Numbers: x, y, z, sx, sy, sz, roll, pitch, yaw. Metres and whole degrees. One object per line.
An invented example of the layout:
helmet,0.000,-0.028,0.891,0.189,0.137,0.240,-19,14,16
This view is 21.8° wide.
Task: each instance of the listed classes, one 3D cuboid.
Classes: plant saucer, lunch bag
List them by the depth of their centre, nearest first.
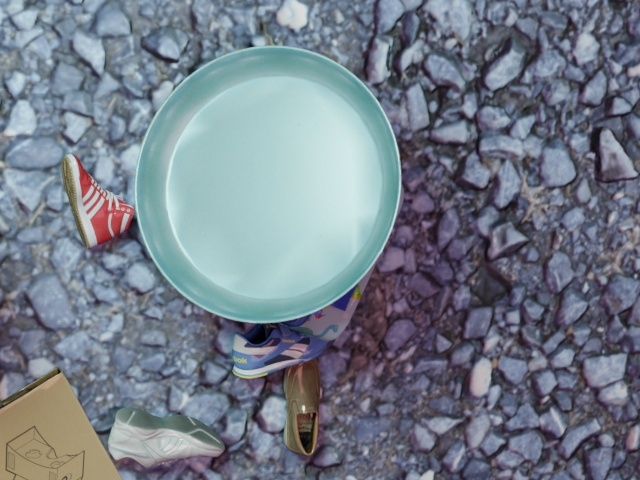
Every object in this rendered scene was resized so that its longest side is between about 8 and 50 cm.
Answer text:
plant saucer,-0.058,-0.063,1.896,0.318,0.317,0.044,-63,164,1
lunch bag,0.000,0.000,1.973,0.090,0.176,0.219,23,93,-34

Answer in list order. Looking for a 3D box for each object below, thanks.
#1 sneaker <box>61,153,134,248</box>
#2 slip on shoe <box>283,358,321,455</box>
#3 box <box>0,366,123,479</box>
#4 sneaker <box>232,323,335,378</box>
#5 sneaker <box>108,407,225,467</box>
sneaker,-0.253,-0.053,1.900,0.067,0.042,0.118,-21,121,-17
slip on shoe,-0.021,0.207,2.102,0.051,0.041,0.135,0,105,-28
box,-0.334,0.272,1.966,0.164,0.021,0.201,-32,116,-17
sneaker,-0.045,0.123,2.059,0.144,0.053,0.059,-19,111,-23
sneaker,-0.190,0.246,2.024,0.152,0.054,0.061,14,113,-28
